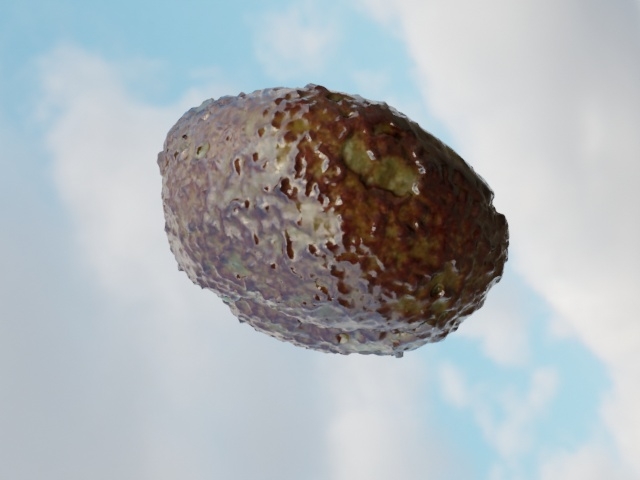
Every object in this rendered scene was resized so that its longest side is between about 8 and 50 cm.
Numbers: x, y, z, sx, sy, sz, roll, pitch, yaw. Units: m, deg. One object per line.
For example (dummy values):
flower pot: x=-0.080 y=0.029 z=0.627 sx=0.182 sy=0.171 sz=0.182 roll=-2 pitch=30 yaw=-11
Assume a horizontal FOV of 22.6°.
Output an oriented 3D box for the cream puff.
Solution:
cream puff: x=0.000 y=0.000 z=0.652 sx=0.149 sy=0.149 sz=0.084 roll=46 pitch=-123 yaw=-46
